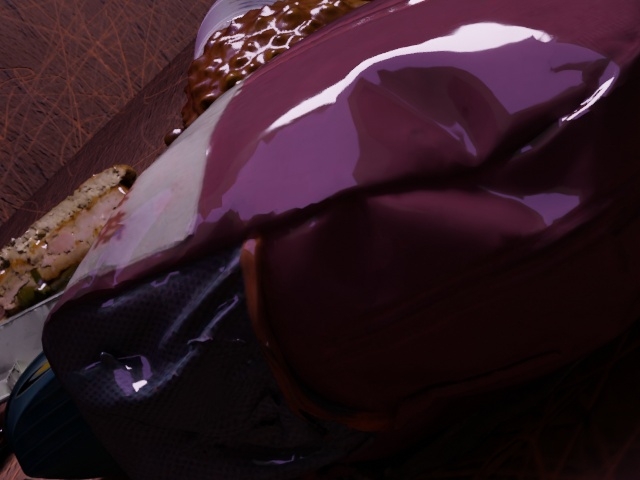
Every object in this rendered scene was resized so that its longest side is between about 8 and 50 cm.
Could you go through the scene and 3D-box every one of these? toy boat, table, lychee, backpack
[{"bbox_3d":[-0.132,0.092,0.983,0.296,0.114,0.122,-34,25,31],"label":"toy boat"},{"bbox_3d":[-0.316,0.110,1.434,0.146,0.062,0.175,-27,11,2],"label":"table"},{"bbox_3d":[-0.016,-0.087,1.010,0.238,0.200,0.200,-18,22,12],"label":"lychee"},{"bbox_3d":[0.059,-0.019,0.638,0.317,0.197,0.283,-25,23,29],"label":"backpack"}]

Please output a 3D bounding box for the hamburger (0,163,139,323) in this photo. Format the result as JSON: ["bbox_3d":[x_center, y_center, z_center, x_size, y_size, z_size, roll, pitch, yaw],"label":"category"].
[{"bbox_3d":[-0.280,0.021,1.577,0.262,0.124,0.131,-34,-1,20],"label":"hamburger"}]

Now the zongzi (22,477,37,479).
[{"bbox_3d":[-0.469,0.359,1.173,0.447,0.181,0.418,-23,-40,-31],"label":"zongzi"}]

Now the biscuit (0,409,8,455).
[{"bbox_3d":[-0.387,0.236,1.362,0.235,0.063,0.151,-28,22,27],"label":"biscuit"}]

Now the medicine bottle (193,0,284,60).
[{"bbox_3d":[-0.065,-0.198,1.492,0.152,0.152,0.254,-42,16,10],"label":"medicine bottle"}]
